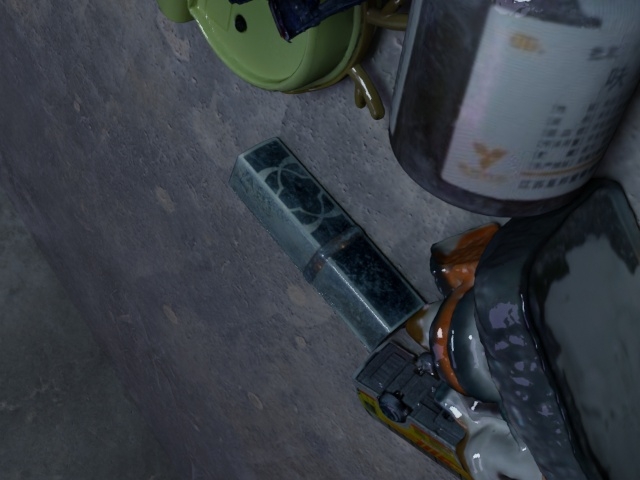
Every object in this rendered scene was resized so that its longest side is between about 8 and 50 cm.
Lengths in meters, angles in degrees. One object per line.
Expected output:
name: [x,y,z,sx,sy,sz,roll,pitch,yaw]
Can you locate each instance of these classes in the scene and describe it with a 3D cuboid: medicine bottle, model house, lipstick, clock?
medicine bottle: [0.143,-0.159,0.471,0.165,0.165,0.273,39,144,25]
model house: [0.161,0.110,0.670,0.301,0.190,0.271,-7,115,56]
lipstick: [0.000,0.000,0.888,0.289,0.077,0.076,48,148,13]
clock: [-0.040,-0.249,0.698,0.308,0.096,0.235,43,146,17]

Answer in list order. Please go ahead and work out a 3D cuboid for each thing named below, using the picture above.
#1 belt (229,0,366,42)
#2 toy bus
belt: [0.012,-0.237,0.526,0.122,0.218,0.128,5,126,56]
toy bus: [0.163,0.228,0.876,0.268,0.092,0.106,29,149,35]
